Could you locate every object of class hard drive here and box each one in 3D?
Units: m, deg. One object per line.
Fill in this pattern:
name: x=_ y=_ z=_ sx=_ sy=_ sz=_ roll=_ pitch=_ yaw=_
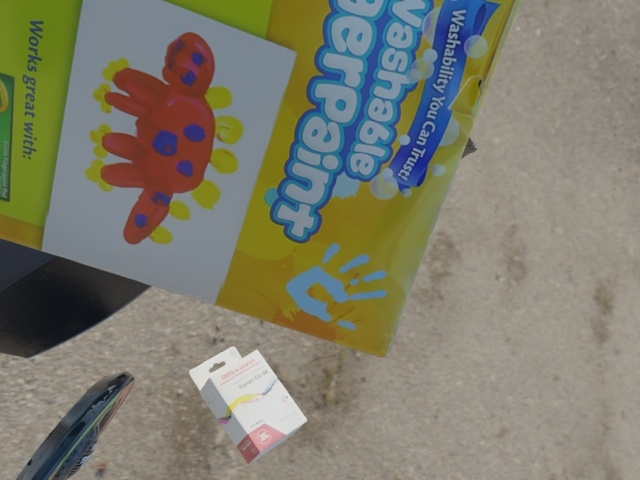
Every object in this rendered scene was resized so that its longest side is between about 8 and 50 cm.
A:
hard drive: x=-0.288 y=0.049 z=0.896 sx=0.172 sy=0.254 sz=0.054 roll=27 pitch=38 yaw=-55

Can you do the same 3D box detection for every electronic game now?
electronic game: x=-0.300 y=0.253 z=1.008 sx=0.048 sy=0.229 sz=0.229 roll=36 pitch=52 yaw=1

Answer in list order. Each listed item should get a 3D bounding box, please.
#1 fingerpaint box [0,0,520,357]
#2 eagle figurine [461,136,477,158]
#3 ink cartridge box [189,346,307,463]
fingerpaint box: x=-0.063 y=-0.193 z=0.496 sx=0.370 sy=0.445 sz=0.163 roll=17 pitch=32 yaw=2
eagle figurine: x=0.094 y=-0.164 z=1.182 sx=0.225 sy=0.226 sz=0.298 roll=30 pitch=33 yaw=-4
ink cartridge box: x=-0.131 y=0.277 z=1.490 sx=0.115 sy=0.067 sz=0.198 roll=-27 pitch=73 yaw=-38
